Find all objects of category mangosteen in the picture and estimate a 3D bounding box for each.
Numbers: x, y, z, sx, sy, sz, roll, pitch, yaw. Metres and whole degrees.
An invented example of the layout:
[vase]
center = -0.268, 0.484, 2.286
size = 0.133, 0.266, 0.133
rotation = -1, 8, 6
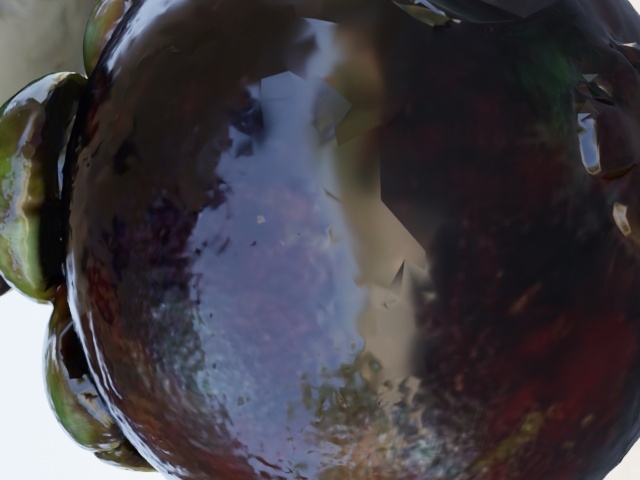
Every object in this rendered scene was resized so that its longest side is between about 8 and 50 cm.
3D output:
[mangosteen]
center = 0.011, -0.007, 0.829
size = 0.311, 0.311, 0.311
rotation = 0, -90, -90

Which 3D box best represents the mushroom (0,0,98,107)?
[mushroom]
center = -0.302, -0.129, 1.170
size = 0.353, 0.353, 0.325
rotation = -90, 1, -63
